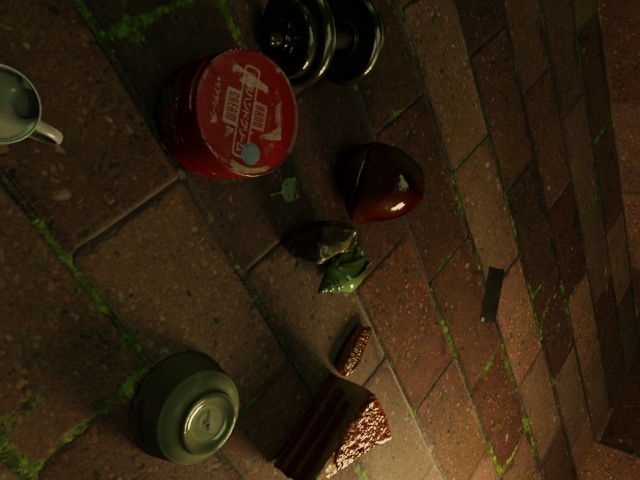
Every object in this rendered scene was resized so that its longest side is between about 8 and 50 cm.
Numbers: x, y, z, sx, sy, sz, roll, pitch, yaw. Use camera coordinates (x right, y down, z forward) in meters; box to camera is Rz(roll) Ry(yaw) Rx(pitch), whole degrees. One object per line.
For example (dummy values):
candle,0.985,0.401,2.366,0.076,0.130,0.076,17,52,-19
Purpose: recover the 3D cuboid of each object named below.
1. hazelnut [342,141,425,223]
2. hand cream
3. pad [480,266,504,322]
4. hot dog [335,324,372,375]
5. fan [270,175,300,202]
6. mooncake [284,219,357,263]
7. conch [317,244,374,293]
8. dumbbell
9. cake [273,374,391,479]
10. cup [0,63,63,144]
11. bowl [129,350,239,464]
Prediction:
hazelnut,0.138,-0.123,1.222,0.208,0.208,0.208,-8,102,-42
hand cream,-0.165,-0.222,0.935,0.230,0.149,0.230,-5,98,-41
pad,0.604,0.193,1.816,0.116,0.004,0.193,12,87,-44
hot dog,0.088,0.279,1.321,0.062,0.038,0.144,48,64,-36
fan,-0.077,-0.109,1.131,0.083,0.004,0.056,-19,109,-39
mooncake,0.000,0.000,1.137,0.130,0.125,0.073,-31,112,-39
conch,0.061,0.071,1.242,0.095,0.079,0.201,57,41,-17
dumbbell,0.003,-0.404,1.035,0.289,0.192,0.192,-19,109,-41
cake,0.024,0.431,1.205,0.262,0.158,0.160,-15,102,-40
cup,-0.435,-0.164,0.699,0.099,0.133,0.136,-49,126,-28
bowl,-0.236,0.327,0.977,0.211,0.112,0.212,-8,102,-44
